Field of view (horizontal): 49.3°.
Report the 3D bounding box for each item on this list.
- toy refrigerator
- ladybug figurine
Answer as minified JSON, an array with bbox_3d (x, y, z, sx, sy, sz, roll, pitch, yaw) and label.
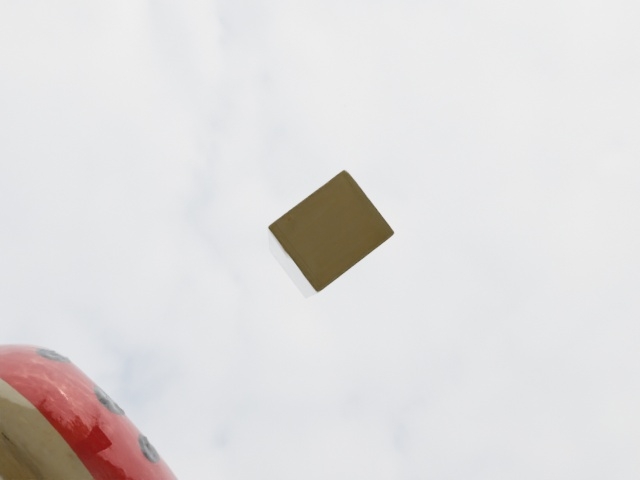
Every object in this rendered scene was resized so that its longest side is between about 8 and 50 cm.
[{"bbox_3d":[0.000,0.000,0.824,0.102,0.269,0.094,-37,-93,-6],"label":"toy refrigerator"},{"bbox_3d":[-0.322,0.298,0.912,0.162,0.305,0.449,-43,-81,-32],"label":"ladybug figurine"}]
